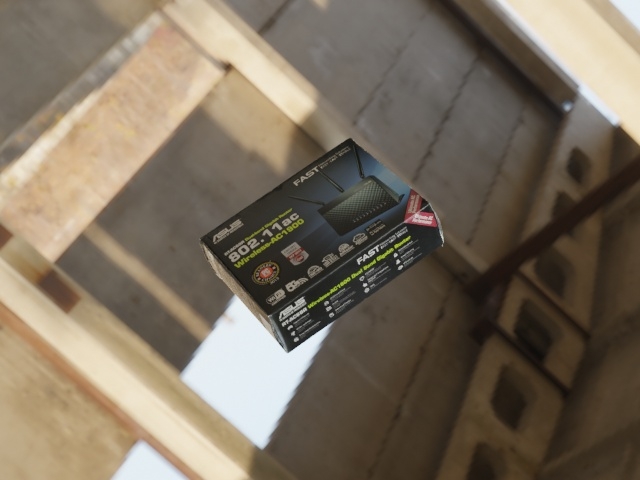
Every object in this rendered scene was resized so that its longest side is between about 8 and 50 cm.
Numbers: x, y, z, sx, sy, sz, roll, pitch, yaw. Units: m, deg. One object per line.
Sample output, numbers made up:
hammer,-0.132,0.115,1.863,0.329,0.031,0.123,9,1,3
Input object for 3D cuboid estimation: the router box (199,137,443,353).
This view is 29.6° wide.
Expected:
router box,0.000,0.000,0.743,0.122,0.038,0.092,-35,-137,-12
